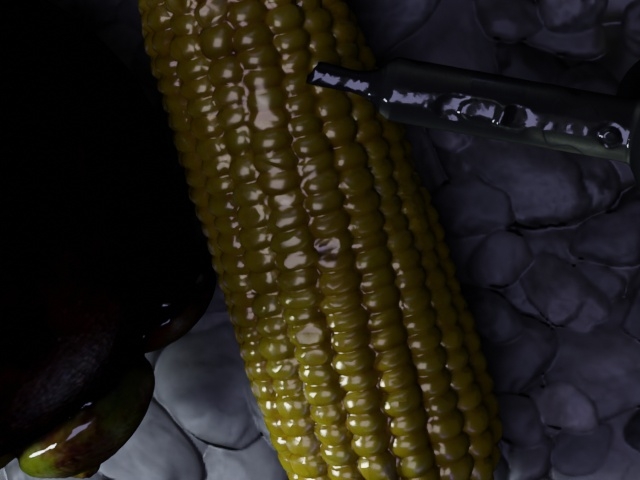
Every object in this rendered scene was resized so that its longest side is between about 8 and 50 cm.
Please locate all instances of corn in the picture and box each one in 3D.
[{"bbox_3d":[0.000,0.000,0.896,0.144,0.144,0.387,-16,104,21],"label":"corn"}]

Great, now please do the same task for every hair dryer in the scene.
[{"bbox_3d":[0.112,-0.056,0.789,0.248,0.195,0.078,8,109,3],"label":"hair dryer"}]

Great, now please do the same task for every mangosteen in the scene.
[{"bbox_3d":[-0.200,-0.004,0.893,0.313,0.297,0.297,14,115,-23],"label":"mangosteen"}]
